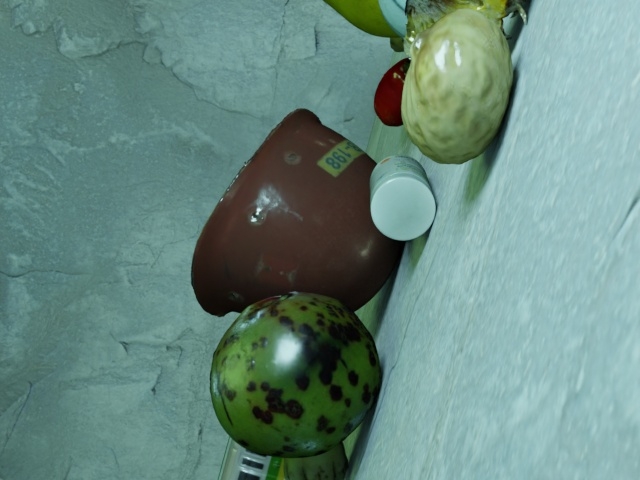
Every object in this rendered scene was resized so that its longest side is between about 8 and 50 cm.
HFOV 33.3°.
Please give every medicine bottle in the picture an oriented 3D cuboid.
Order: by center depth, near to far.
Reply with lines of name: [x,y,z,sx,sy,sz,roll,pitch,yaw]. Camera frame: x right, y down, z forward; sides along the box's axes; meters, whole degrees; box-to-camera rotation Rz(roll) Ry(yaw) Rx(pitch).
medicine bottle: [0.110,-0.062,1.462,0.183,0.086,0.086,-79,5,-76]

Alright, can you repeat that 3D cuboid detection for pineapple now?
pineapple: [0.163,-0.274,1.118,0.233,0.135,0.079,90,-155,-51]

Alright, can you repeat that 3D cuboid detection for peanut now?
peanut: [0.138,-0.150,1.082,0.159,0.109,0.140,84,-151,-63]

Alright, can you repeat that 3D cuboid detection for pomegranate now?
pomegranate: [-0.040,0.223,1.470,0.242,0.242,0.306,-84,1,-78]

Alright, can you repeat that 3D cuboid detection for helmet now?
helmet: [0.000,0.000,1.633,0.385,0.230,0.337,-35,-33,-62]

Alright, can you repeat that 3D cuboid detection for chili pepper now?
chili pepper: [0.152,-0.285,2.032,0.137,0.092,0.368,-63,3,-7]

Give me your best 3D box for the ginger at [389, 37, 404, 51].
ginger: [0.179,-0.435,1.883,0.270,0.123,0.219,-55,-10,-88]

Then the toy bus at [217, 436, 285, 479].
toy bus: [-0.078,0.378,1.905,0.143,0.179,0.305,-92,18,-84]

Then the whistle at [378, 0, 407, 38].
whistle: [0.141,-0.292,1.386,0.163,0.163,0.290,116,170,-79]

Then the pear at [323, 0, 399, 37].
pear: [0.117,-0.448,1.590,0.294,0.294,0.294,-164,90,-88]
